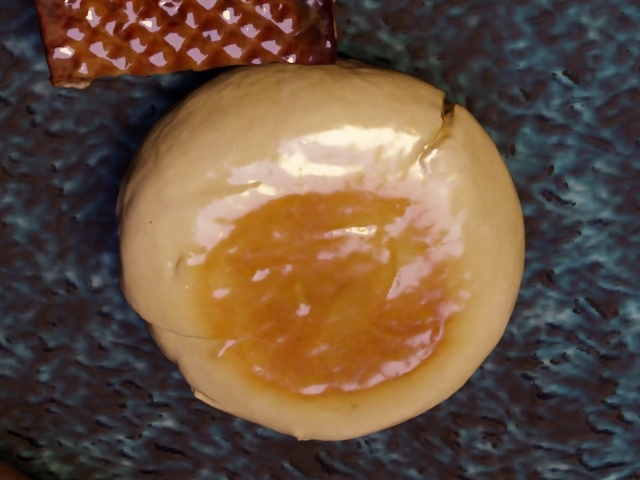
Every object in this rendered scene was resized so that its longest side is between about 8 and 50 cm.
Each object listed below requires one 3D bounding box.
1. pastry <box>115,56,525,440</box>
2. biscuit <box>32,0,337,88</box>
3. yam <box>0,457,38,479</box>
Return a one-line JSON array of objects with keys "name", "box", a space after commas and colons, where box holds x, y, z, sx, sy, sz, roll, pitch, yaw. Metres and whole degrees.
[{"name": "pastry", "box": [0.000, 0.000, 0.724, 0.156, 0.092, 0.156, -2, 122, -3]}, {"name": "biscuit", "box": [-0.059, -0.167, 0.638, 0.106, 0.070, 0.252, -6, 120, 3]}, {"name": "yam", "box": [-0.173, 0.133, 0.780, 0.280, 0.131, 0.131, 32, 115, -17]}]
